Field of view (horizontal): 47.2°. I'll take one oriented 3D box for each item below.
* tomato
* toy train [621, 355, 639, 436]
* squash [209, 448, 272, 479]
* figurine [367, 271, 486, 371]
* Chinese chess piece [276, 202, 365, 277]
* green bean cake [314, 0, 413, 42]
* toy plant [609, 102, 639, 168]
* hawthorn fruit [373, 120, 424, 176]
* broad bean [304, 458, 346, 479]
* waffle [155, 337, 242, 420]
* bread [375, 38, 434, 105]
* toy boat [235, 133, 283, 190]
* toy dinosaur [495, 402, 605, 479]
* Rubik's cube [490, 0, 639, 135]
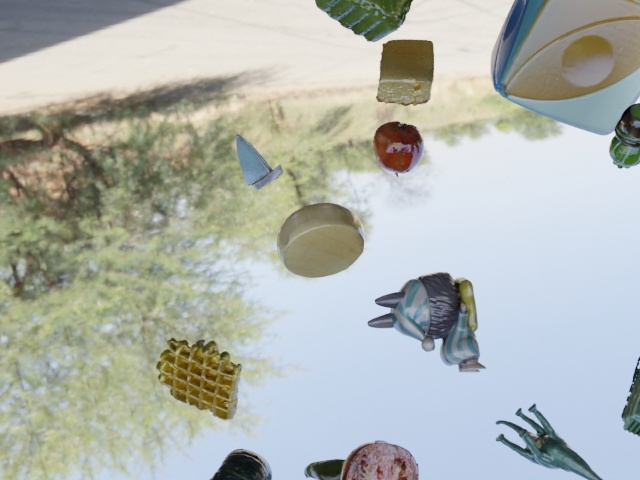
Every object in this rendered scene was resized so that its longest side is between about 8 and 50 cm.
[{"bbox_3d":[0.149,0.632,1.923,0.225,0.224,0.085,-16,177,-23],"label":"tomato"},{"bbox_3d":[0.673,0.222,1.337,0.139,0.330,0.178,24,160,14],"label":"toy train"},{"bbox_3d":[-0.234,0.698,2.009,0.165,0.252,0.252,25,-163,12],"label":"squash"},{"bbox_3d":[0.356,0.300,2.572,0.378,0.361,0.266,-8,163,1],"label":"figurine"},{"bbox_3d":[0.000,0.000,2.061,0.251,0.097,0.250,-10,143,-8],"label":"Chinese chess piece"},{"bbox_3d":[0.106,-0.561,1.583,0.200,0.214,0.113,24,164,-24],"label":"green bean cake"},{"bbox_3d":[0.709,-0.231,1.662,0.093,0.092,0.162,-14,144,-11],"label":"toy plant"},{"bbox_3d":[0.267,-0.309,2.530,0.179,0.200,0.179,2,-141,-1],"label":"hawthorn fruit"},{"bbox_3d":[0.064,0.683,2.167,0.339,0.077,0.061,-23,161,38],"label":"broad bean"},{"bbox_3d":[-0.305,0.326,1.827,0.229,0.219,0.057,20,-144,11],"label":"waffle"},{"bbox_3d":[0.279,-0.550,2.397,0.185,0.114,0.274,3,-138,5],"label":"bread"},{"bbox_3d":[-0.144,-0.167,1.518,0.096,0.122,0.034,-31,-162,34],"label":"toy boat"},{"bbox_3d":[0.634,0.585,1.910,0.129,0.331,0.383,-48,172,-10],"label":"toy dinosaur"},{"bbox_3d":[0.667,-0.518,1.911,0.347,0.352,0.351,20,-151,-3],"label":"Rubik's cube"}]
